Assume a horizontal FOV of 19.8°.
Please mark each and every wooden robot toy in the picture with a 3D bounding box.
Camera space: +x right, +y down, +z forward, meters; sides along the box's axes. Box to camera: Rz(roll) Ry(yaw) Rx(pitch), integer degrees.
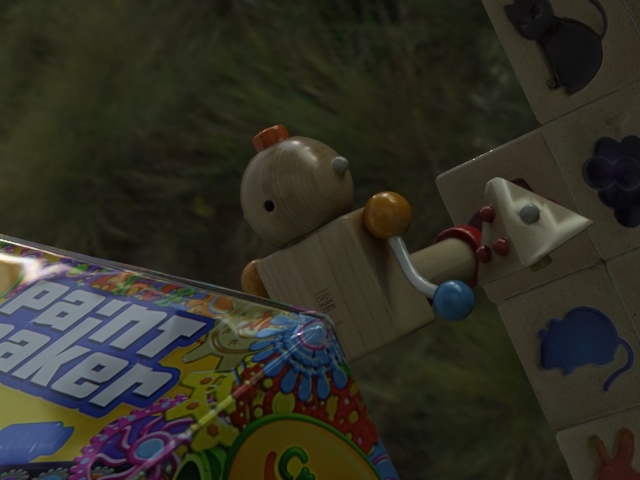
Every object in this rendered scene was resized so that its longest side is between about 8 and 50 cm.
[{"bbox_3d":[0.000,0.000,0.587,0.173,0.076,0.079,-28,92,37],"label":"wooden robot toy"}]

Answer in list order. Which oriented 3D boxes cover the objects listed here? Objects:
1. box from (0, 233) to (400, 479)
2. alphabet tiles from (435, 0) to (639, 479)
[{"bbox_3d":[-0.089,0.198,0.432,0.279,0.290,0.177,-38,29,-28],"label":"box"},{"bbox_3d":[0.192,0.032,0.645,0.285,0.011,0.342,-25,90,42],"label":"alphabet tiles"}]
